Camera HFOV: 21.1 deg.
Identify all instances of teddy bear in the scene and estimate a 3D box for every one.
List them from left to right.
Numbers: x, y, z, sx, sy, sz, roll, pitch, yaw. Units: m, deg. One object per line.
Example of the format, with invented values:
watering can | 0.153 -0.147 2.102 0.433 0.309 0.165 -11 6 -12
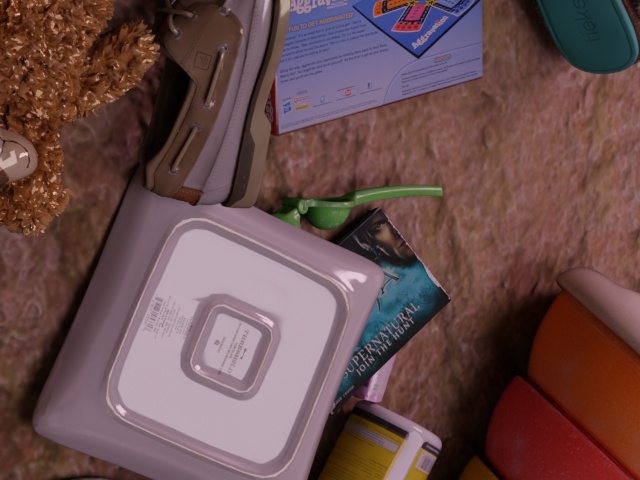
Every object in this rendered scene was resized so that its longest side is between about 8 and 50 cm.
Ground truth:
teddy bear | -0.243 -0.167 1.397 0.245 0.113 0.338 38 77 -40

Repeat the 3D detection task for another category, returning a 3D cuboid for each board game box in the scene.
board game box | 0.032 0.071 1.742 0.186 0.026 0.126 -43 100 -25
board game box | 0.054 -0.205 1.710 0.281 0.027 0.145 -18 117 -37

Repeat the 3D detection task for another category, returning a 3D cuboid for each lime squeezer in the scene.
lime squeezer | 0.000 0.000 1.692 0.310 0.059 0.110 -42 100 -26

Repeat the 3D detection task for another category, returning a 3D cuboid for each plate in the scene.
plate | -0.090 0.099 1.590 0.278 0.045 0.277 26 79 -23

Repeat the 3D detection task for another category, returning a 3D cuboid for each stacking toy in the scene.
stacking toy | 0.265 0.300 1.935 0.480 0.350 0.350 -47 132 4

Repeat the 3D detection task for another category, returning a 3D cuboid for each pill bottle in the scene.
pill bottle | 0.045 0.268 1.803 0.103 0.103 0.184 35 80 -43

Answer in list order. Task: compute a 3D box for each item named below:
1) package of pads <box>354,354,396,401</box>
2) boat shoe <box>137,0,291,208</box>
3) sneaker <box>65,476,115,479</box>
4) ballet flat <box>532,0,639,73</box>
package of pads | 0.052 0.124 1.798 0.032 0.050 0.083 15 93 -44
boat shoe | -0.093 -0.173 1.489 0.103 0.113 0.302 2 107 -17
sneaker | -0.134 0.310 1.601 0.410 0.182 0.158 -8 109 -40
ballet flat | 0.236 -0.373 1.755 0.483 0.164 0.182 51 48 -45
